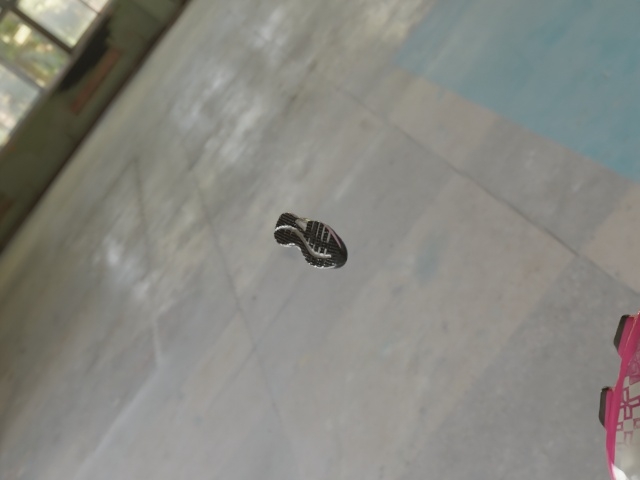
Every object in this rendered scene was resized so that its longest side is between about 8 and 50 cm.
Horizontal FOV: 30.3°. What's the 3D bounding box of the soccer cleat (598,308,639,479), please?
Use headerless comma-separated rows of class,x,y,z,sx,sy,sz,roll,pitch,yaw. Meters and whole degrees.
soccer cleat,0.281,0.017,0.650,0.143,0.116,0.331,16,65,52

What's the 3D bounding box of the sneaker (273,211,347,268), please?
sneaker,0.000,0.000,1.086,0.109,0.044,0.040,33,106,57
